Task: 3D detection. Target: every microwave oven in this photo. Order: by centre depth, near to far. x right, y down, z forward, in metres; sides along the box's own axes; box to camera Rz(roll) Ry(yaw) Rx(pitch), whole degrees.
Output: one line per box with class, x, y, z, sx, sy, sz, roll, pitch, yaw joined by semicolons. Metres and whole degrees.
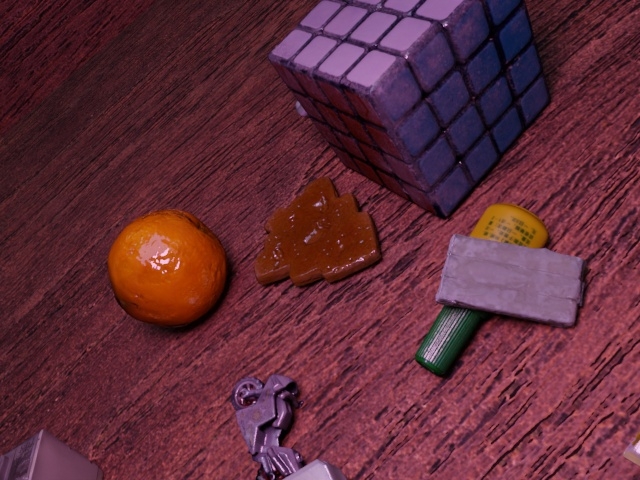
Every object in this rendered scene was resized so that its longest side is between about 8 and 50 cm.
microwave oven;-0.557;0.486;1.125;0.240;0.194;0.145;-33;29;8

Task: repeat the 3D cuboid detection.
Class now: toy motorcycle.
toy motorcycle;-0.073;0.315;1.027;0.122;0.080;0.215;-31;55;8

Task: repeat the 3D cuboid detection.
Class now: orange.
orange;-0.316;0.058;1.278;0.246;0.246;0.246;-18;48;21

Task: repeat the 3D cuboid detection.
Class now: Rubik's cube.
Rubik's cube;0.172;-0.310;1.163;0.337;0.344;0.343;-48;45;-6

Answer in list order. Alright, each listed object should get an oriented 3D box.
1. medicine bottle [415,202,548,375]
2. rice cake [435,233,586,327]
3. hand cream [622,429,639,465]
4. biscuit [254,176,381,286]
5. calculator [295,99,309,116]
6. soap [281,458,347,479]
medicine bottle;0.251;0.077;0.990;0.111;0.076;0.309;29;76;25
rice cake;0.291;0.061;0.933;0.211;0.038;0.124;15;76;6
hand cream;0.426;0.240;0.782;0.035;0.022;0.102;29;80;40
biscuit;0.001;0.001;1.248;0.301;0.043;0.278;23;69;42
calculator;0.025;-0.334;1.405;0.141;0.045;0.246;-38;-2;17
soap;-0.043;0.419;0.904;0.198;0.066;0.119;-33;64;7
